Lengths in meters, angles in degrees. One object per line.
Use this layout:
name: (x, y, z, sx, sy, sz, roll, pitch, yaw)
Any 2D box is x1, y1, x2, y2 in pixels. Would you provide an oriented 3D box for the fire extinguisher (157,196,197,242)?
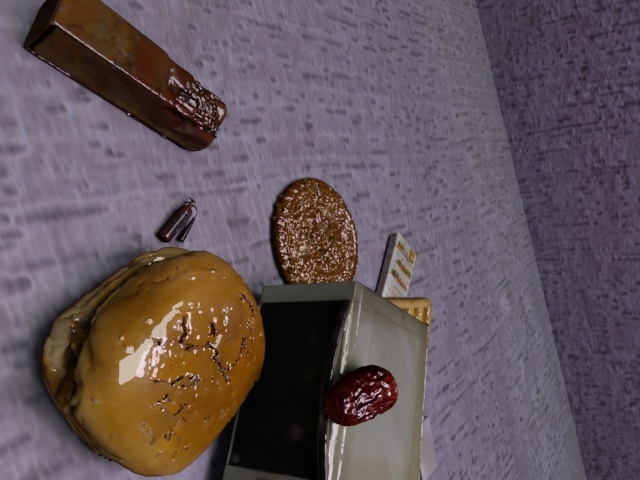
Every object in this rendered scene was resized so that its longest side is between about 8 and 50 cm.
fire extinguisher: (-0.235, -0.031, 0.861, 0.046, 0.032, 0.100, 46, 54, -22)

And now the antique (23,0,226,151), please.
antique: (-0.287, -0.257, 0.799, 0.310, 0.093, 0.087, 33, 57, -44)

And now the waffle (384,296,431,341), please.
waffle: (0.214, 0.261, 1.320, 0.248, 0.055, 0.220, 6, 88, -50)

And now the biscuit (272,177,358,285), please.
biscuit: (0.000, 0.000, 1.149, 0.305, 0.038, 0.305, 16, 70, -50)

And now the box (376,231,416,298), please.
box: (0.214, 0.099, 1.405, 0.122, 0.032, 0.220, 47, 49, -36)

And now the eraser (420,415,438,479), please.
eraser: (0.285, 0.580, 1.392, 0.104, 0.023, 0.150, -11, 90, -53)

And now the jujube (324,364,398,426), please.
jujube: (0.060, 0.232, 0.747, 0.129, 0.077, 0.077, -10, 90, -42)

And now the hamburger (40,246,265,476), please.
hamburger: (-0.217, 0.171, 0.734, 0.304, 0.174, 0.284, -49, 131, -38)

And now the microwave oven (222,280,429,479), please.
microwave oven: (0.016, 0.308, 0.929, 0.333, 0.247, 0.394, 35, 56, -44)
